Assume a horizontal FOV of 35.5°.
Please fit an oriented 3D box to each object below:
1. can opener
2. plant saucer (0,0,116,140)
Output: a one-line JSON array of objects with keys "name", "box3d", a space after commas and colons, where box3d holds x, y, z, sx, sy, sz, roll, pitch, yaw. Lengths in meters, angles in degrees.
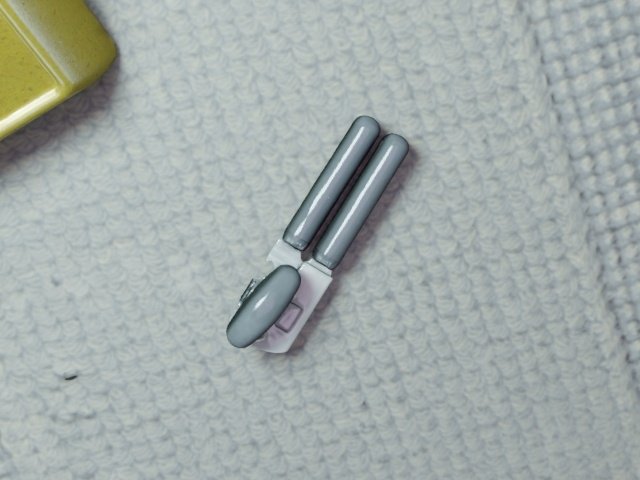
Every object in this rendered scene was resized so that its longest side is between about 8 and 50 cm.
[{"name": "can opener", "box3d": [0.000, 0.000, 1.054, 0.074, 0.093, 0.280, 32, 89, -9]}, {"name": "plant saucer", "box3d": [-0.383, -0.167, 0.886, 0.333, 0.081, 0.332, -32, 143, -1]}]
